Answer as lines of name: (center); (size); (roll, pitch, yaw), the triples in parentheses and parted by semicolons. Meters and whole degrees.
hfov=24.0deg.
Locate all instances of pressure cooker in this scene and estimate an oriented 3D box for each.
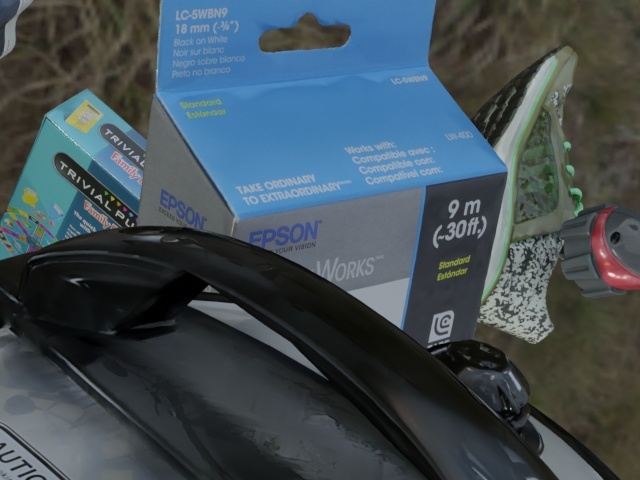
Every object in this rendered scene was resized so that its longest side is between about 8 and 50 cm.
pressure cooker: (-0.046, 0.208, 0.651); (0.375, 0.370, 0.420); (-82, -172, -65)

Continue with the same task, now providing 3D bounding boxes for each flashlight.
flashlight: (0.394, -0.008, 1.565); (0.103, 0.304, 0.103); (14, 71, -40)

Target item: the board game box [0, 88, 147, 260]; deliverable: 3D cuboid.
board game box: (-0.253, 0.027, 1.760); (0.079, 0.254, 0.336); (-43, 171, -46)

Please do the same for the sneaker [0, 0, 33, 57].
sneaker: (-0.414, -0.228, 1.669); (0.163, 0.226, 0.086); (-38, 90, -26)

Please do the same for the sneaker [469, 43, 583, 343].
sneaker: (0.245, -0.047, 1.770); (0.182, 0.158, 0.410); (33, 61, -16)

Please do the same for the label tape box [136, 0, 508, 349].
label tape box: (0.000, 0.000, 1.012); (0.240, 0.106, 0.333); (-11, 120, -38)
